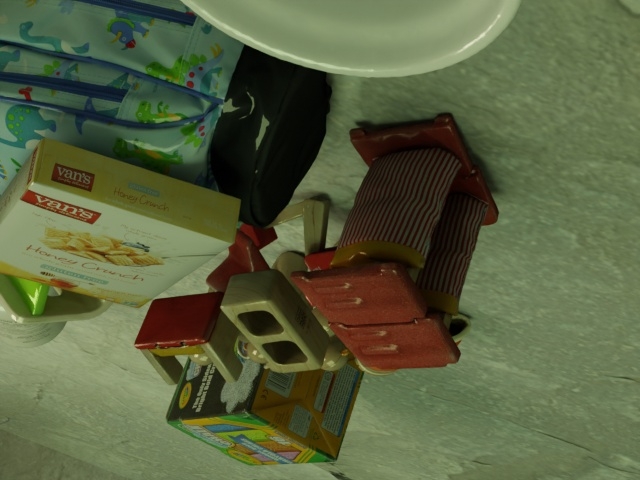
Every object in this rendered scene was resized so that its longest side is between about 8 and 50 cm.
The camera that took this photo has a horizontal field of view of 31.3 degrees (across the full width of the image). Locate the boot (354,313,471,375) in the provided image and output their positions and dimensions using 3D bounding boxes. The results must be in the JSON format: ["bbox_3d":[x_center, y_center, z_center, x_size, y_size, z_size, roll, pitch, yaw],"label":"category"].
[{"bbox_3d":[0.121,0.130,1.484,0.158,0.059,0.084,-13,163,-28],"label":"boot"}]

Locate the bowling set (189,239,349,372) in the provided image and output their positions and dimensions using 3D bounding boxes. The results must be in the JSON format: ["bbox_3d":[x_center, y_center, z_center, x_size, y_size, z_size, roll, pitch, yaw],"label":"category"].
[{"bbox_3d":[-0.013,0.120,1.492,0.200,0.154,0.287,35,150,-32],"label":"bowling set"}]

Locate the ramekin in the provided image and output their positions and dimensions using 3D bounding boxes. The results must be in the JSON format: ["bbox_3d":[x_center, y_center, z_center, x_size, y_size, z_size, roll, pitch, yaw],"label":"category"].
[{"bbox_3d":[0.014,-0.246,0.764,0.277,0.135,0.277,15,155,7],"label":"ramekin"}]

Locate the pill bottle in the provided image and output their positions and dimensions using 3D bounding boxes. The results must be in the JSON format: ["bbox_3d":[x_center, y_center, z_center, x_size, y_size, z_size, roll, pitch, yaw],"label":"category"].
[{"bbox_3d":[-0.447,0.063,1.691,0.131,0.131,0.229,17,154,2],"label":"pill bottle"}]

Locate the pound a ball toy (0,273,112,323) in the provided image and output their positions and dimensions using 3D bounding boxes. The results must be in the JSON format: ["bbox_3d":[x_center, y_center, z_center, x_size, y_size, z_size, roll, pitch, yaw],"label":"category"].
[{"bbox_3d":[-0.336,-0.021,1.274,0.136,0.208,0.319,-5,-145,-38],"label":"pound a ball toy"}]

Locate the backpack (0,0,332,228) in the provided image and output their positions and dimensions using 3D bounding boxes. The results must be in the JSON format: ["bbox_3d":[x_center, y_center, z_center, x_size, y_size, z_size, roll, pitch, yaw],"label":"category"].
[{"bbox_3d":[-0.194,-0.133,1.039,0.356,0.273,0.290,29,162,7],"label":"backpack"}]

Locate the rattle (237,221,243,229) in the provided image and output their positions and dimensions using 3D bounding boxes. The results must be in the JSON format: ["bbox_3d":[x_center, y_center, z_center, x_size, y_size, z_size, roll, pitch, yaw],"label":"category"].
[{"bbox_3d":[-0.143,-0.014,1.339,0.130,0.142,0.199,-8,142,10],"label":"rattle"}]

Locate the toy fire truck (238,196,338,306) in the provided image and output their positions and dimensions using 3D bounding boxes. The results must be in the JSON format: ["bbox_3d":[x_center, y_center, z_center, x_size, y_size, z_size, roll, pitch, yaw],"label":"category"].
[{"bbox_3d":[0.000,0.000,1.322,0.192,0.047,0.135,-35,83,27],"label":"toy fire truck"}]

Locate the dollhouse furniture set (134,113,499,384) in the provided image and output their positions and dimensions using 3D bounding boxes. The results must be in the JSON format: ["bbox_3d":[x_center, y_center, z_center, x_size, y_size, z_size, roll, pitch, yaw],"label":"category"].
[{"bbox_3d":[-0.023,0.018,1.182,0.374,0.201,0.152,-8,136,32],"label":"dollhouse furniture set"}]

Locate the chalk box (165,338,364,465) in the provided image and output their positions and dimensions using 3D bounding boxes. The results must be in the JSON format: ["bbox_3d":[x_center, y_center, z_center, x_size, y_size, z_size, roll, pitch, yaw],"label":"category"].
[{"bbox_3d":[-0.101,0.230,1.746,0.179,0.180,0.289,33,152,-28],"label":"chalk box"}]

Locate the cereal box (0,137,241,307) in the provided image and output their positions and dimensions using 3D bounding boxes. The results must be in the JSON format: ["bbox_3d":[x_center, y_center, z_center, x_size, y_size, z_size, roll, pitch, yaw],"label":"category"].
[{"bbox_3d":[-0.195,-0.006,1.001,0.173,0.047,0.240,17,157,-22],"label":"cereal box"}]
